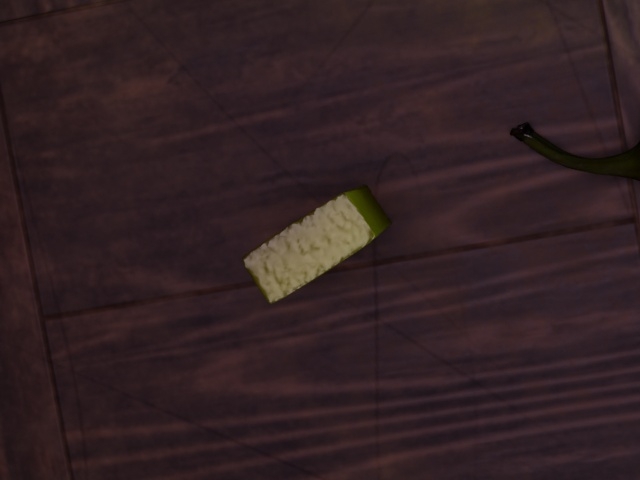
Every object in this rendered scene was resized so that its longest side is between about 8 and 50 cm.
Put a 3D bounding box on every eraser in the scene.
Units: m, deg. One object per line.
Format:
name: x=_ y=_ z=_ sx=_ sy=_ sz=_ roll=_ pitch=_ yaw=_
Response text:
eraser: x=0.000 y=0.000 z=1.213 sx=0.097 sy=0.122 sz=0.045 roll=-34 pitch=90 yaw=11

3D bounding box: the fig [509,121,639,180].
fig: x=0.255 y=-0.071 z=1.178 sx=0.236 sy=0.124 sz=0.124 roll=-3 pitch=94 yaw=25
